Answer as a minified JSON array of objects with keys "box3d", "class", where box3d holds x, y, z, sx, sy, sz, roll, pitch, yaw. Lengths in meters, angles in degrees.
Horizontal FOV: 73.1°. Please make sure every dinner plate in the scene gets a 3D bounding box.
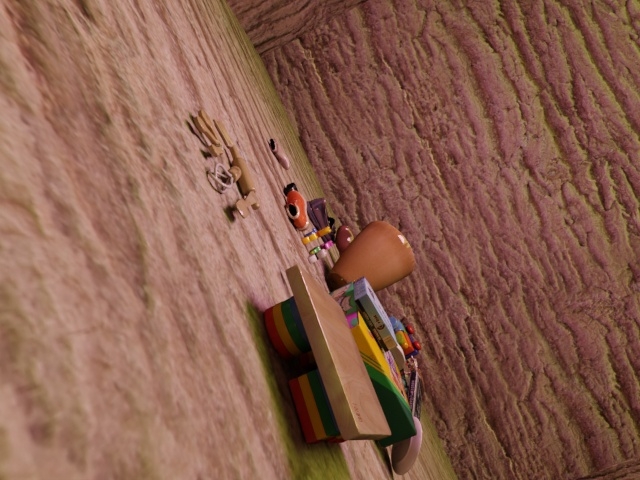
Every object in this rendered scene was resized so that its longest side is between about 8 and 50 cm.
[{"box3d":[0.208,0.508,1.079,0.017,0.141,0.141,26,13,-6],"class":"dinner plate"}]

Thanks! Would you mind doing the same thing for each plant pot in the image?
[{"box3d":[0.157,0.091,1.517,0.237,0.254,0.237,39,-33,31],"class":"plant pot"}]

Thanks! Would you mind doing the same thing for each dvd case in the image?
[{"box3d":[0.352,0.632,1.621,0.238,0.030,0.179,71,27,-42],"class":"dvd case"}]

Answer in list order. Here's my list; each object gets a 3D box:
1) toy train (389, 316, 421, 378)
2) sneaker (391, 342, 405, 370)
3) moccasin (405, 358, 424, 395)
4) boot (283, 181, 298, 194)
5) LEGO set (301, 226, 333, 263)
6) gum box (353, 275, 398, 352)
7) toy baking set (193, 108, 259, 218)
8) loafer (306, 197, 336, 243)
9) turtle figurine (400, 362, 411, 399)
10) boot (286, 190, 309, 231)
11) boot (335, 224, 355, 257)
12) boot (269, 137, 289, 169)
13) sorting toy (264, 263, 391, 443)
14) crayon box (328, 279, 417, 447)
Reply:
[{"box3d":[0.351,0.442,1.812,0.143,0.105,0.248,47,17,-38],"class":"toy train"},{"box3d":[0.203,0.341,1.561,0.148,0.131,0.350,-98,162,-55],"class":"sneaker"},{"box3d":[0.404,0.619,2.167,0.380,0.139,0.147,55,16,-4],"class":"moccasin"},{"box3d":[-0.087,-0.147,1.507,0.121,0.045,0.099,-94,161,-74],"class":"boot"},{"box3d":[0.000,0.000,1.407,0.087,0.093,0.227,64,7,-6],"class":"LEGO set"},{"box3d":[0.143,0.190,1.155,0.157,0.041,0.184,59,7,-6],"class":"gum box"},{"box3d":[-0.177,-0.136,0.829,0.256,0.030,0.197,66,10,15],"class":"toy baking set"},{"box3d":[0.026,-0.077,1.888,0.302,0.095,0.109,56,11,-51],"class":"loafer"},{"box3d":[0.304,0.545,1.706,0.175,0.118,0.234,53,20,-32],"class":"turtle figurine"},{"box3d":[-0.081,-0.111,1.363,0.084,0.059,0.157,48,18,-52],"class":"boot"},{"box3d":[0.128,0.062,1.796,0.280,0.096,0.264,173,-82,-83],"class":"boot"},{"box3d":[-0.161,-0.334,1.655,0.118,0.042,0.087,65,13,17],"class":"boot"},{"box3d":[0.006,0.204,0.709,0.255,0.089,0.257,68,8,29],"class":"sorting toy"},{"box3d":[0.127,0.311,1.183,0.313,0.106,0.363,63,7,-9],"class":"crayon box"}]
